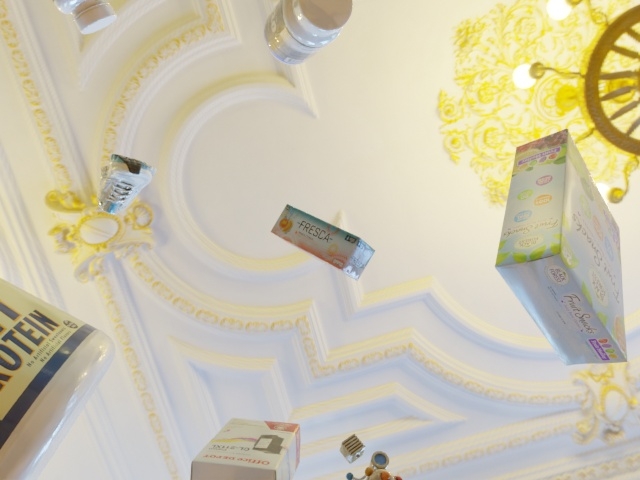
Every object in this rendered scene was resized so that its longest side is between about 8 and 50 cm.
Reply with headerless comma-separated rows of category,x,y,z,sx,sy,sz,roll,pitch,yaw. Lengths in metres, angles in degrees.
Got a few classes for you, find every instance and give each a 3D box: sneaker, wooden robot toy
sneaker,-0.321,-0.083,0.771,0.071,0.191,0.083,20,-105,-29
wooden robot toy,0.090,0.345,0.683,0.076,0.173,0.079,-8,-52,-21

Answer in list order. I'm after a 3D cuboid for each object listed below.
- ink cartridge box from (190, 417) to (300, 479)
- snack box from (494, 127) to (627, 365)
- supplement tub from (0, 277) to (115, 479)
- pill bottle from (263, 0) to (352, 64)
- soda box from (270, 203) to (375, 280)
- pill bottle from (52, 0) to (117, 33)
ink cartridge box,-0.109,0.346,0.741,0.127,0.175,0.072,2,-91,8
snack box,0.279,0.006,0.540,0.070,0.207,0.174,-18,-56,43
supplement tub,-0.433,0.139,0.527,0.325,0.235,0.235,32,-83,-11
pill bottle,-0.017,-0.269,0.582,0.078,0.137,0.078,-2,-84,-21
soda box,0.000,0.000,0.811,0.058,0.183,0.063,36,-96,-49
pill bottle,-0.424,-0.447,0.806,0.094,0.094,0.169,-27,-69,2
